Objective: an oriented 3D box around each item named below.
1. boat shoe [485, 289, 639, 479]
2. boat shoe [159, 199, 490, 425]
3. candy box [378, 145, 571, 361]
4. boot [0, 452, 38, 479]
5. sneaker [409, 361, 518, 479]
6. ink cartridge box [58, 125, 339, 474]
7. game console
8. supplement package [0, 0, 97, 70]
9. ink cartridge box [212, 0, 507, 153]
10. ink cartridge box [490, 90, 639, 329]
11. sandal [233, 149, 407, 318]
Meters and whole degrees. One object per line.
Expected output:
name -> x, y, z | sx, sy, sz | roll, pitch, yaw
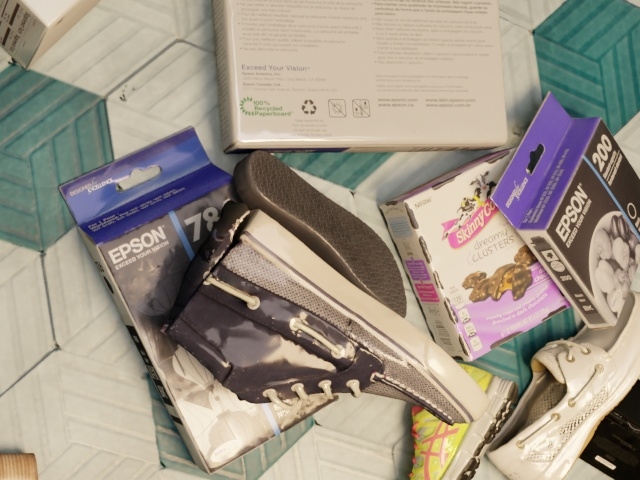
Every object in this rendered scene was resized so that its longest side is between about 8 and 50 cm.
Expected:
boat shoe -> 0.289, 0.158, 1.284 | 0.096, 0.098, 0.277 | 39, 77, -15
boat shoe -> -0.001, 0.120, 1.112 | 0.340, 0.127, 0.158 | 37, 81, -8
candy box -> 0.182, 0.014, 1.264 | 0.165, 0.070, 0.196 | -26, 97, -20
boot -> -0.344, 0.303, 1.059 | 0.152, 0.073, 0.197 | -4, 77, -22
sneaker -> 0.133, 0.229, 1.243 | 0.094, 0.081, 0.208 | 31, 88, 21
ink cartridge box -> -0.124, 0.057, 1.155 | 0.165, 0.065, 0.332 | -29, 97, -19
game console -> 0.362, 0.223, 1.354 | 0.122, 0.071, 0.107 | 32, 107, -16
supplement package -> -0.292, -0.335, 1.037 | 0.262, 0.198, 0.199 | 46, 73, -12
ink cartridge box -> 0.042, -0.262, 1.228 | 0.324, 0.071, 0.330 | -2, 85, -20
ink cartridge box -> 0.299, -0.041, 1.271 | 0.208, 0.045, 0.206 | 49, 50, -20
sandal -> 0.000, -0.001, 1.199 | 0.254, 0.054, 0.097 | 42, 34, -21
